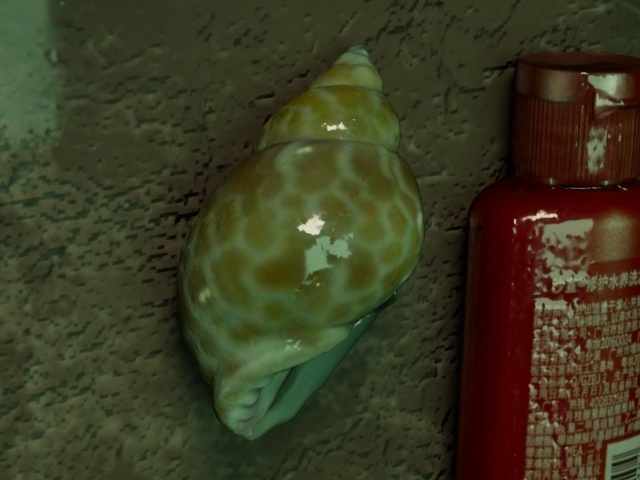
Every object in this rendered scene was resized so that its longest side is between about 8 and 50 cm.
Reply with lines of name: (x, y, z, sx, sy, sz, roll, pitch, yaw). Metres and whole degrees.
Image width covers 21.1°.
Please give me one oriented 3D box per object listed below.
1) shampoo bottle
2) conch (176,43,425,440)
shampoo bottle: (0.127, 0.060, 0.904, 0.118, 0.076, 0.314, -5, 107, -21)
conch: (-0.012, 0.008, 0.805, 0.116, 0.106, 0.173, -8, 130, -48)
